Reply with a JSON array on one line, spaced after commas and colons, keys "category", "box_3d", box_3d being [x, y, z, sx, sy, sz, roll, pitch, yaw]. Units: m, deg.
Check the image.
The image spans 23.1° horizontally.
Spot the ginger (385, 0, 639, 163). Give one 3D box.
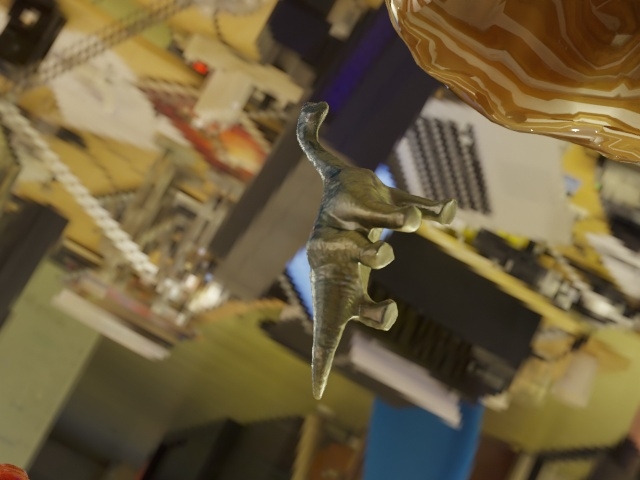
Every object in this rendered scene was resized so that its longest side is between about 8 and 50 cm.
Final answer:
[{"category": "ginger", "box_3d": [0.099, -0.122, 0.250, 0.274, 0.152, 0.357, -10, 151, 35]}]

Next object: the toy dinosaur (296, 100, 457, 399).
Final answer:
[{"category": "toy dinosaur", "box_3d": [0.000, 0.000, 1.299, 0.188, 0.248, 0.075, 16, 164, 40]}]

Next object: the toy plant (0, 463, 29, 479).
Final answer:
[{"category": "toy plant", "box_3d": [-0.325, 0.281, 1.012, 0.185, 0.400, 0.279, 20, 121, 7]}]
